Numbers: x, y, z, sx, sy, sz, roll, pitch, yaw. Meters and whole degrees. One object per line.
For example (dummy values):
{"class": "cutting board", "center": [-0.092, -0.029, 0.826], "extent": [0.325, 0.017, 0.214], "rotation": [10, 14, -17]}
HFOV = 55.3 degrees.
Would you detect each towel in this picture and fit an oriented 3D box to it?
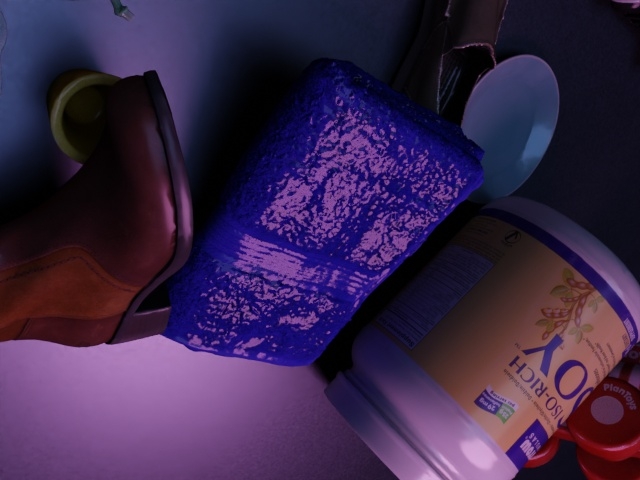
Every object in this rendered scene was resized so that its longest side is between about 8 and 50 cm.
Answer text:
{"class": "towel", "center": [0.000, 0.000, 0.580], "extent": [0.227, 0.076, 0.308], "rotation": [15, 122, -41]}

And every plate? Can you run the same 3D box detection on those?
{"class": "plate", "center": [0.223, -0.136, 0.755], "extent": [0.188, 0.024, 0.188], "rotation": [-18, 125, -28]}

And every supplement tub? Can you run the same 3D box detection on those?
{"class": "supplement tub", "center": [0.190, 0.136, 0.737], "extent": [0.331, 0.241, 0.241], "rotation": [-45, 133, -6]}

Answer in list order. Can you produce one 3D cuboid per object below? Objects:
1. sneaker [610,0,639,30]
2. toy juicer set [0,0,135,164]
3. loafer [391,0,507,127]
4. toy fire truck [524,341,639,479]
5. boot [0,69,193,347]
{"class": "sneaker", "center": [0.452, -0.275, 0.805], "extent": [0.217, 0.079, 0.121], "rotation": [-14, 121, -31]}
{"class": "toy juicer set", "center": [-0.264, -0.138, 0.350], "extent": [0.329, 0.089, 0.209], "rotation": [-8, 120, -32]}
{"class": "loafer", "center": [0.152, -0.209, 0.616], "extent": [0.094, 0.087, 0.251], "rotation": [6, 112, -39]}
{"class": "toy fire truck", "center": [0.363, 0.194, 0.883], "extent": [0.254, 0.302, 0.169], "rotation": [-62, 140, -28]}
{"class": "boot", "center": [-0.238, -0.002, 0.406], "extent": [0.280, 0.096, 0.264], "rotation": [-4, 148, -26]}
